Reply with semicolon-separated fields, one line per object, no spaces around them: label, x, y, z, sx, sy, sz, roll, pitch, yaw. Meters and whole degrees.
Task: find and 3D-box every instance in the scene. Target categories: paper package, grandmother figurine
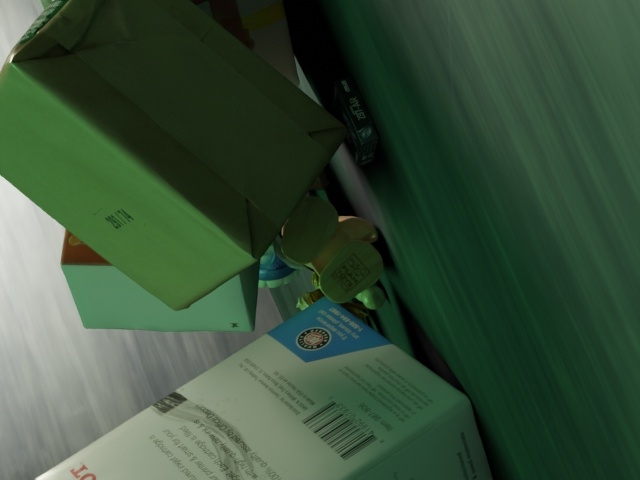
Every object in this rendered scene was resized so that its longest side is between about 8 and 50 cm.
paper package;-0.175;-0.099;1.672;0.309;0.168;0.325;38;160;-9
grandmother figurine;0.000;0.000;1.948;0.208;0.104;0.342;54;179;-10

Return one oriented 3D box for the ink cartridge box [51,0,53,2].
ink cartridge box;-0.232;-0.273;2.349;0.129;0.223;0.307;80;165;-57

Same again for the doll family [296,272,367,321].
doll family;0.028;0.119;2.191;0.163;0.118;0.263;62;-167;-7

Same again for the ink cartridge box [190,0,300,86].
ink cartridge box;-0.157;-0.338;1.755;0.385;0.160;0.279;80;166;-61

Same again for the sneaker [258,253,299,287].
sneaker;-0.113;-0.093;2.590;0.330;0.129;0.147;60;157;29

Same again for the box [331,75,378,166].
box;0.033;-0.113;1.592;0.083;0.018;0.067;97;150;-78

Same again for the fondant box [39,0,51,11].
fondant box;-0.316;-0.427;2.456;0.330;0.238;0.096;76;169;-54

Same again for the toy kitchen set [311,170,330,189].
toy kitchen set;-0.022;-0.111;2.034;0.083;0.075;0.068;5;131;37

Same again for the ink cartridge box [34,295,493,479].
ink cartridge box;-0.059;0.266;1.748;0.285;0.395;0.166;35;150;52

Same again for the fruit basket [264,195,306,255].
fruit basket;-0.176;-0.030;2.325;0.353;0.327;0.165;81;176;-75

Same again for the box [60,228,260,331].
box;-0.180;-0.076;2.053;0.168;0.215;0.345;82;-170;-60
